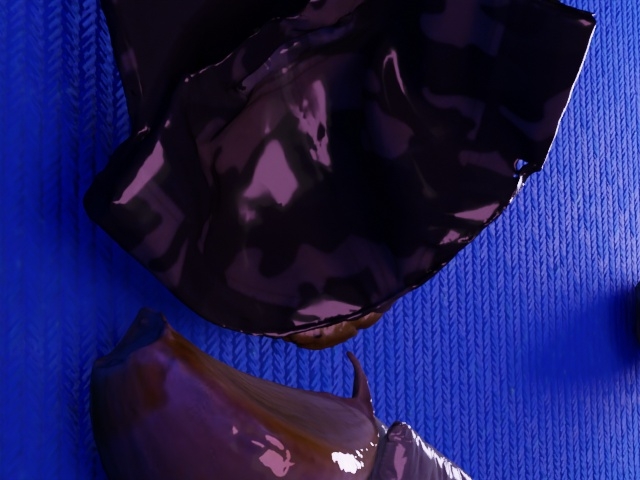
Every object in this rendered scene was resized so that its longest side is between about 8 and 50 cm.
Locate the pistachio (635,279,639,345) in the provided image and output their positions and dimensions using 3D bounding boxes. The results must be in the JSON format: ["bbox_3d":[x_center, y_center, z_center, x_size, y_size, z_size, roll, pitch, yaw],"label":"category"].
[{"bbox_3d":[0.458,0.100,1.432,0.238,0.138,0.153,7,46,-50],"label":"pistachio"}]

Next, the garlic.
[{"bbox_3d":[-0.047,0.138,0.830,0.245,0.145,0.164,19,57,-45],"label":"garlic"}]

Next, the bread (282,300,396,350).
[{"bbox_3d":[0.000,0.000,0.961,0.149,0.065,0.187,50,62,-15],"label":"bread"}]

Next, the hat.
[{"bbox_3d":[-0.023,-0.157,0.868,0.366,0.257,0.381,-15,59,-15],"label":"hat"}]

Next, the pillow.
[{"bbox_3d":[0.069,0.231,1.002,0.181,0.078,0.134,41,59,-43],"label":"pillow"}]
